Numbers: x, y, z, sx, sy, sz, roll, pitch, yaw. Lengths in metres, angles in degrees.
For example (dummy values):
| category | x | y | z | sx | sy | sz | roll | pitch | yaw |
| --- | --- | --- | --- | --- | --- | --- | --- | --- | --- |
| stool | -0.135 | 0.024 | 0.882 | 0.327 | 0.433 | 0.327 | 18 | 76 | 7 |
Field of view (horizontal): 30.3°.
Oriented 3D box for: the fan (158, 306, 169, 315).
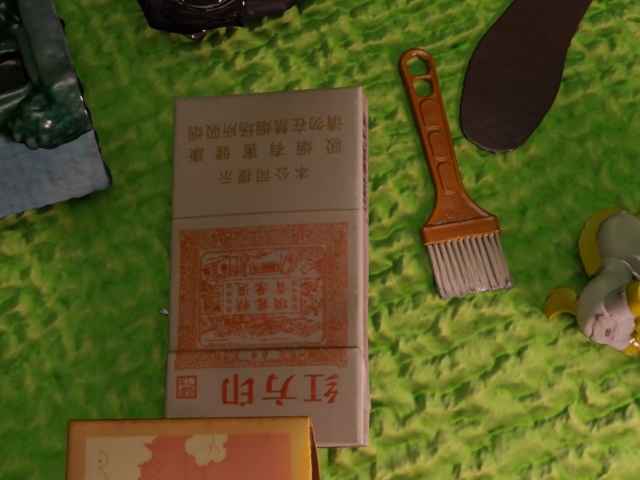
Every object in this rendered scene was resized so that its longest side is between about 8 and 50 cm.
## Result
| category | x | y | z | sx | sy | sz | roll | pitch | yaw |
| --- | --- | --- | --- | --- | --- | --- | --- | --- | --- |
| fan | -0.134 | 0.092 | 1.244 | 0.083 | 0.004 | 0.056 | 26 | 69 | 6 |

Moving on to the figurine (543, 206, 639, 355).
| category | x | y | z | sx | sy | sz | roll | pitch | yaw |
| --- | --- | --- | --- | --- | --- | --- | --- | --- | --- |
| figurine | 0.327 | 0.032 | 1.262 | 0.130 | 0.109 | 0.178 | 22 | 63 | 28 |

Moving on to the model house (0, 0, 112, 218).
| category | x | y | z | sx | sy | sz | roll | pitch | yaw |
| --- | --- | --- | --- | --- | --- | --- | --- | --- | --- |
| model house | -0.409 | -0.153 | 1.206 | 0.329 | 0.251 | 0.295 | -19 | 71 | -5 |

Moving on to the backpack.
| category | x | y | z | sx | sy | sz | roll | pitch | yaw |
| --- | --- | --- | --- | --- | --- | --- | --- | --- | --- |
| backpack | -0.107 | -0.332 | 1.359 | 0.258 | 0.133 | 0.206 | -11 | 61 | -15 |

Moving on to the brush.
| category | x | y | z | sx | sy | sz | roll | pitch | yaw |
| --- | --- | --- | --- | --- | --- | --- | --- | --- | --- |
| brush | 0.139 | -0.085 | 1.331 | 0.090 | 0.017 | 0.314 | -9 | 68 | -8 |

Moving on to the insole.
| category | x | y | z | sx | sy | sz | roll | pitch | yaw |
| --- | --- | --- | --- | --- | --- | --- | --- | --- | --- |
| insole | 0.254 | -0.239 | 1.406 | 0.111 | 0.007 | 0.328 | 28 | 69 | 6 |

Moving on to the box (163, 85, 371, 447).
| category | x | y | z | sx | sy | sz | roll | pitch | yaw |
| --- | --- | --- | --- | --- | --- | --- | --- | --- | --- |
| box | -0.053 | 0.027 | 1.197 | 0.205 | 0.051 | 0.365 | -3 | 77 | 12 |

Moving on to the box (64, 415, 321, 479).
| category | x | y | z | sx | sy | sz | roll | pitch | yaw |
| --- | --- | --- | --- | --- | --- | --- | --- | --- | --- |
| box | -0.106 | 0.307 | 1.008 | 0.214 | 0.283 | 0.259 | 2 | 68 | -5 |
